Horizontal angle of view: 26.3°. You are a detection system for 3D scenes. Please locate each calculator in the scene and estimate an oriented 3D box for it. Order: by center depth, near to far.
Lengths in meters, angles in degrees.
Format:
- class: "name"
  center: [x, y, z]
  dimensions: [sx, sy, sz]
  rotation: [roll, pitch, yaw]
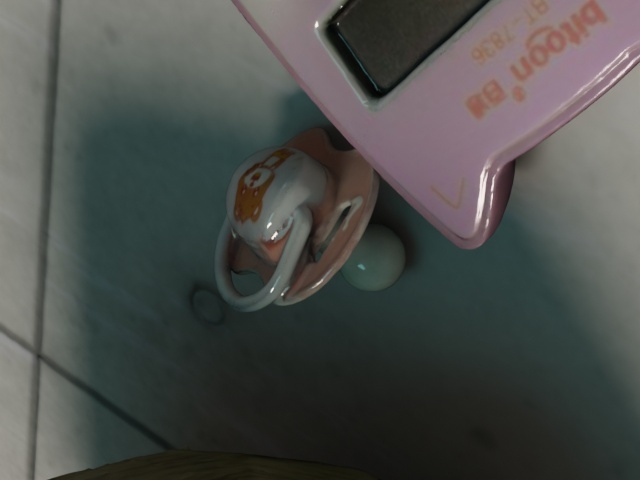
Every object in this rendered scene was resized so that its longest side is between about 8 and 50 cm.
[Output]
- class: "calculator"
  center: [0.016, -0.151, 0.468]
  dimensions: [0.294, 0.043, 0.194]
  rotation: [54, 138, 4]

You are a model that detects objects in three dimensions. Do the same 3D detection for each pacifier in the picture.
- class: "pacifier"
  center: [0.000, 0.000, 0.555]
  dimensions: [0.078, 0.081, 0.099]
  rotation: [30, -178, -30]

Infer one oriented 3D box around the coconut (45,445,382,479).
- class: "coconut"
  center: [-0.060, 0.253, 0.568]
  dimensions: [0.416, 0.344, 0.415]
  rotation: [0, 100, -2]
